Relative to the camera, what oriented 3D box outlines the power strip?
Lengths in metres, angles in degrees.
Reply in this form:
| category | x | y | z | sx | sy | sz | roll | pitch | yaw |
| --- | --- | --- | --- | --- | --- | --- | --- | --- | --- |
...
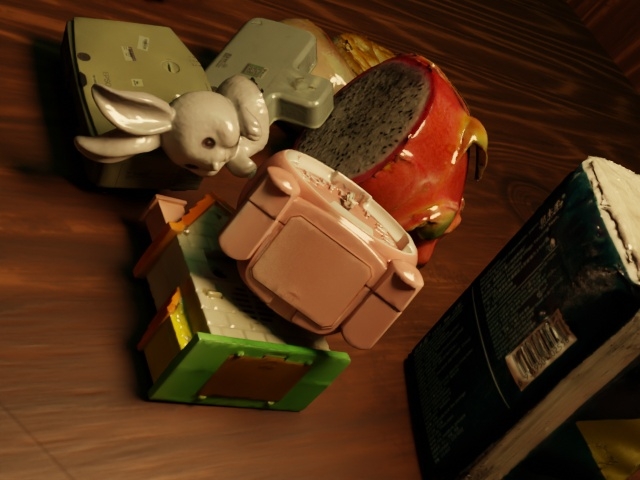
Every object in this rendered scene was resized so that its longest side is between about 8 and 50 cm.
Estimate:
| category | x | y | z | sx | sy | sz | roll | pitch | yaw |
| --- | --- | --- | --- | --- | --- | --- | --- | --- | --- |
| power strip | -0.076 | -0.225 | 1.400 | 0.194 | 0.059 | 0.265 | 19 | 49 | 15 |

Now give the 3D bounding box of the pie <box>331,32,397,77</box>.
| category | x | y | z | sx | sy | sz | roll | pitch | yaw |
| --- | --- | --- | --- | --- | --- | --- | --- | --- | --- |
| pie | 0.131 | -0.279 | 1.798 | 0.315 | 0.092 | 0.315 | 33 | 29 | -22 |

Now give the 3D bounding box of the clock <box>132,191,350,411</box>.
| category | x | y | z | sx | sy | sz | roll | pitch | yaw |
| --- | --- | --- | --- | --- | --- | --- | --- | --- | --- |
| clock | -0.115 | 0.065 | 1.120 | 0.220 | 0.106 | 0.255 | 14 | 38 | -40 |

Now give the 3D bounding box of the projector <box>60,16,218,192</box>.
| category | x | y | z | sx | sy | sz | roll | pitch | yaw |
| --- | --- | --- | --- | --- | --- | --- | --- | --- | --- |
| projector | -0.232 | -0.177 | 1.242 | 0.194 | 0.088 | 0.269 | 0 | 50 | -28 |

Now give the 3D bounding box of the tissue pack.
| category | x | y | z | sx | sy | sz | roll | pitch | yaw |
| --- | --- | --- | --- | --- | --- | --- | --- | --- | --- |
| tissue pack | 0.319 | 0.144 | 1.197 | 0.253 | 0.416 | 0.264 | 22 | 34 | -23 |

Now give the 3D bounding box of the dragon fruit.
| category | x | y | z | sx | sy | sz | roll | pitch | yaw |
| --- | --- | --- | --- | --- | --- | --- | --- | --- | --- |
| dragon fruit | 0.112 | -0.098 | 1.389 | 0.226 | 0.305 | 0.305 | 45 | 28 | -29 |

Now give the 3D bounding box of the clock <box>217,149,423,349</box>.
| category | x | y | z | sx | sy | sz | roll | pitch | yaw |
| --- | --- | --- | --- | --- | --- | --- | --- | --- | --- |
| clock | 0.000 | 0.000 | 1.114 | 0.227 | 0.142 | 0.241 | 37 | 18 | -8 |

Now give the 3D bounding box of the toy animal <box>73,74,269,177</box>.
| category | x | y | z | sx | sy | sz | roll | pitch | yaw |
| --- | --- | --- | --- | --- | --- | --- | --- | --- | --- |
| toy animal | -0.162 | -0.122 | 1.097 | 0.221 | 0.103 | 0.130 | -18 | 66 | -37 |

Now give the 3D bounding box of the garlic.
| category | x | y | z | sx | sy | sz | roll | pitch | yaw |
| --- | --- | --- | --- | --- | --- | --- | --- | --- | --- |
| garlic | 0.021 | -0.240 | 1.587 | 0.338 | 0.151 | 0.196 | 43 | 16 | 0 |
